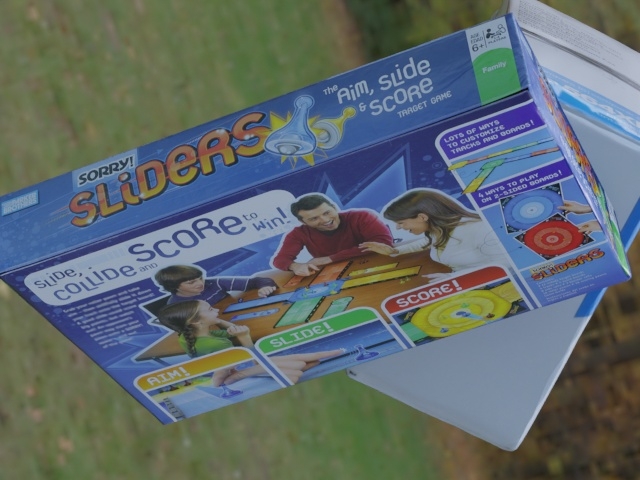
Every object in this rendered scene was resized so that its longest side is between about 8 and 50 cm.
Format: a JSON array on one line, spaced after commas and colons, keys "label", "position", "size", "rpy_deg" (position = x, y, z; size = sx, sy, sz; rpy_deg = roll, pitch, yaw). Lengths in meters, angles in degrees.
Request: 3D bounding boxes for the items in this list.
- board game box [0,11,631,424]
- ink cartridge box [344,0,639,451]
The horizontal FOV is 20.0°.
[{"label": "board game box", "position": [0.000, 0.000, 0.673], "size": [0.136, 0.201, 0.035], "rpy_deg": [53, 24, -52]}, {"label": "ink cartridge box", "position": [0.088, -0.018, 0.830], "size": [0.203, 0.086, 0.148], "rpy_deg": [-64, 179, -71]}]
